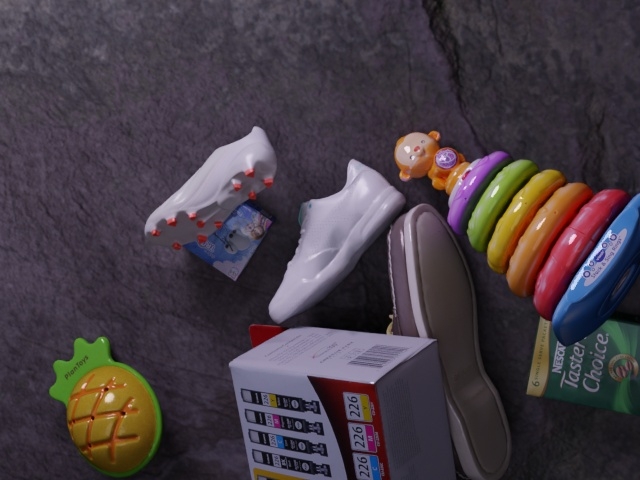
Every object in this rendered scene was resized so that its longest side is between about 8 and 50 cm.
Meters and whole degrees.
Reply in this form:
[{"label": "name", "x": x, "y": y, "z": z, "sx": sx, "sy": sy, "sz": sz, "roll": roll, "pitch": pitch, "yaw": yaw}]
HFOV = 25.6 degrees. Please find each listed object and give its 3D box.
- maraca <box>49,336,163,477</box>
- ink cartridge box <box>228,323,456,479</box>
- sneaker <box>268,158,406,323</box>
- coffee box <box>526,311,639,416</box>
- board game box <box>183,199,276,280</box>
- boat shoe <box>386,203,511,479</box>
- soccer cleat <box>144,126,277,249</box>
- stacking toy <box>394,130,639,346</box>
[{"label": "maraca", "x": -0.263, "y": 0.203, "z": 1.722, "sx": 0.127, "sy": 0.099, "sz": 0.186, "roll": -44, "pitch": 67, "yaw": 10}, {"label": "ink cartridge box", "x": 0.009, "y": 0.264, "z": 1.601, "sx": 0.272, "sy": 0.130, "sz": 0.309, "roll": 3, "pitch": 110, "yaw": 38}, {"label": "sneaker", "x": 0.000, "y": 0.000, "z": 1.632, "sx": 0.094, "sy": 0.080, "sz": 0.212, "roll": 44, "pitch": 102, "yaw": 11}, {"label": "coffee box", "x": 0.333, "y": 0.138, "z": 1.605, "sx": 0.184, "sy": 0.040, "sz": 0.113, "roll": 11, "pitch": 106, "yaw": 9}, {"label": "board game box", "x": -0.114, "y": -0.013, "z": 1.672, "sx": 0.090, "sy": 0.020, "sz": 0.090, "roll": 33, "pitch": 108, "yaw": 3}, {"label": "boat shoe", "x": 0.127, "y": 0.122, "z": 1.610, "sx": 0.096, "sy": 0.116, "sz": 0.324, "roll": -11, "pitch": 97, "yaw": 42}, {"label": "soccer cleat", "x": -0.126, "y": -0.057, "z": 1.627, "sx": 0.196, "sy": 0.076, "sz": 0.068, "roll": -33, "pitch": 134, "yaw": 27}, {"label": "stacking toy", "x": 0.206, "y": -0.035, "z": 1.545, "sx": 0.302, "sy": 0.166, "sz": 0.175, "roll": 35, "pitch": 85, "yaw": 20}]
